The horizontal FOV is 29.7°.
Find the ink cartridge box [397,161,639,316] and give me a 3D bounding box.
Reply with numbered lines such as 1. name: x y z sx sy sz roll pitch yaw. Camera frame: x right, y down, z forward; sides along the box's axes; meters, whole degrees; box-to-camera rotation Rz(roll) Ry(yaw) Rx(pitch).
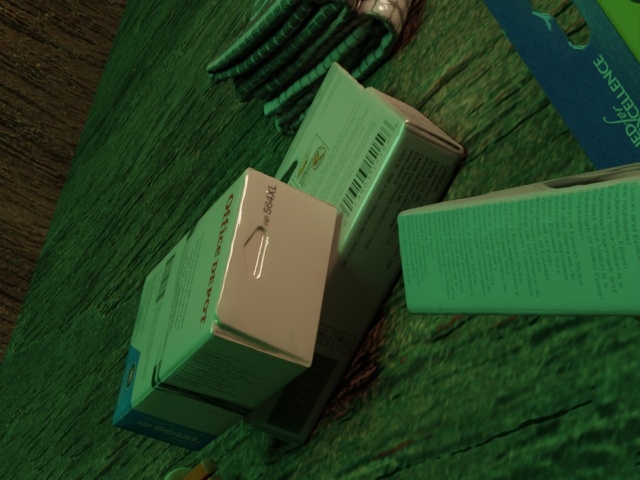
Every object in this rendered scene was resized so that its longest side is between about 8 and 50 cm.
1. ink cartridge box: 0.168 -0.012 0.391 0.224 0.223 0.045 178 83 -67

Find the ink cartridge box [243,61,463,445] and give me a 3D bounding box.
1. ink cartridge box: 0.000 0.000 1.035 0.275 0.060 0.239 -62 19 12

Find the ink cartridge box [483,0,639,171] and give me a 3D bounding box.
1. ink cartridge box: 0.164 -0.192 0.566 0.307 0.072 0.304 -45 69 41

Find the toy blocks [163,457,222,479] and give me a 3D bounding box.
1. toy blocks: -0.110 0.244 1.044 0.148 0.054 0.123 -47 28 43

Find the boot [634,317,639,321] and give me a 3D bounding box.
1. boot: 0.156 0.089 0.512 0.197 0.073 0.152 -135 66 -72

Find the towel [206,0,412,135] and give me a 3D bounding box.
1. towel: 0.003 -0.271 1.248 0.283 0.121 0.235 -32 38 58

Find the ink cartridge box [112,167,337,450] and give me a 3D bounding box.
1. ink cartridge box: -0.078 0.060 0.953 0.203 0.086 0.148 -41 33 50
